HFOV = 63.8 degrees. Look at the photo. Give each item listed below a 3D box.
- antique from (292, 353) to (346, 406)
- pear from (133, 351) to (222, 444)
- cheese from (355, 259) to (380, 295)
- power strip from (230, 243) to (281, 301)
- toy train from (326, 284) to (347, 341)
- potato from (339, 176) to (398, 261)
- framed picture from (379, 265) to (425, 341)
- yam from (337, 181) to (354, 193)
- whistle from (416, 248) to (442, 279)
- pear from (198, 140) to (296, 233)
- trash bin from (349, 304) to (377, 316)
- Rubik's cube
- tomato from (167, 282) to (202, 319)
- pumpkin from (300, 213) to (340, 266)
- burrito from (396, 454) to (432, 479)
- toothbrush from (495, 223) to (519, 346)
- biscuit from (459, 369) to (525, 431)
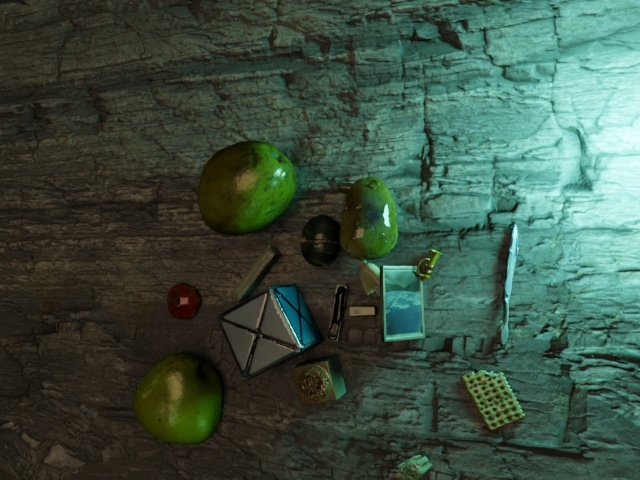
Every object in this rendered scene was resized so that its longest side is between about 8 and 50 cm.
[{"bbox_3d":[-0.006,0.501,1.849,0.146,0.148,0.152,-17,83,19],"label":"antique"},{"bbox_3d":[-0.545,0.584,1.982,0.342,0.238,0.318,26,103,19],"label":"pear"},{"bbox_3d":[0.165,0.102,1.854,0.235,0.049,0.127,59,147,23],"label":"cheese"},{"bbox_3d":[-0.252,0.133,1.994,0.052,0.078,0.272,40,99,16],"label":"power strip"},{"bbox_3d":[0.065,0.266,1.893,0.043,0.047,0.208,10,88,18],"label":"toy train"},{"bbox_3d":[0.173,-0.076,1.805,0.210,0.173,0.308,3,81,-4],"label":"potato"},{"bbox_3d":[0.281,0.215,1.771,0.023,0.189,0.260,-10,80,57],"label":"framed picture"},{"bbox_3d":[0.111,-0.193,1.915,0.094,0.043,0.043,9,89,21],"label":"yam"},{"bbox_3d":[0.378,0.084,1.796,0.046,0.057,0.109,30,98,44],"label":"whistle"},{"bbox_3d":[-0.274,-0.194,1.882,0.413,0.352,0.352,-34,75,33],"label":"pear"},{"bbox_3d":[0.157,0.254,1.858,0.092,0.061,0.043,-4,85,16],"label":"trash bin"},{"bbox_3d":[-0.174,0.323,1.865,0.254,0.259,0.260,-29,81,16],"label":"Rubik's cube"},{"bbox_3d":[-0.571,0.253,2.099,0.155,0.069,0.156,-1,86,19],"label":"tomato"},{"bbox_3d":[0.000,0.002,1.869,0.146,0.190,0.190,23,94,-9],"label":"pumpkin"},{"bbox_3d":[0.324,0.783,1.771,0.118,0.044,0.074,-45,70,14],"label":"burrito"},{"bbox_3d":[0.628,0.147,1.718,0.035,0.042,0.414,9,88,-17],"label":"toothbrush"},{"bbox_3d":[0.577,0.523,1.718,0.144,0.016,0.203,-28,79,15],"label":"biscuit"}]
